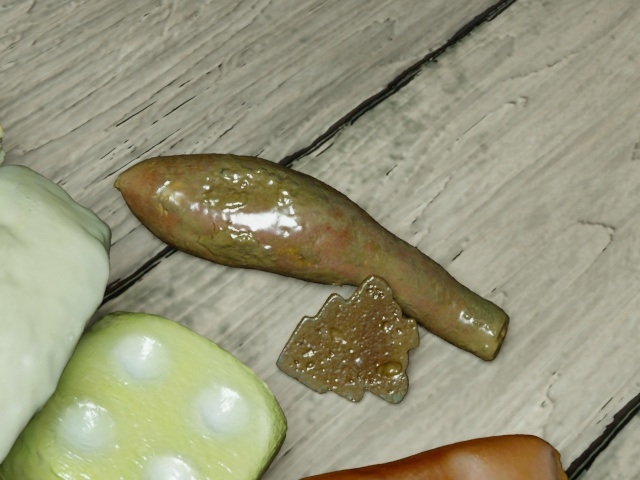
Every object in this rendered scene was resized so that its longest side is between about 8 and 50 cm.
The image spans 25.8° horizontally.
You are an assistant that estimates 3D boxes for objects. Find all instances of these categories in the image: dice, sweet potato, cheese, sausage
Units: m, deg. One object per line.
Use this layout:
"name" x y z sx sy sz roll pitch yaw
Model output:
"dice" -0.138 0.171 1.073 0.169 0.169 0.166 33 54 6
"sweet potato" 0.000 0.000 1.270 0.385 0.109 0.109 20 54 -3
"cheese" -0.265 0.104 0.986 0.115 0.318 0.326 34 86 -13
"sausage" 0.070 0.224 1.151 0.300 0.083 0.089 -8 66 -23

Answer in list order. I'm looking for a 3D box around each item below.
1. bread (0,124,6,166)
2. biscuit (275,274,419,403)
"bread" -0.367 -0.048 1.147 0.224 0.184 0.211 -22 64 -30
"biscuit" 0.023 0.093 1.233 0.129 0.019 0.120 -10 99 -4
